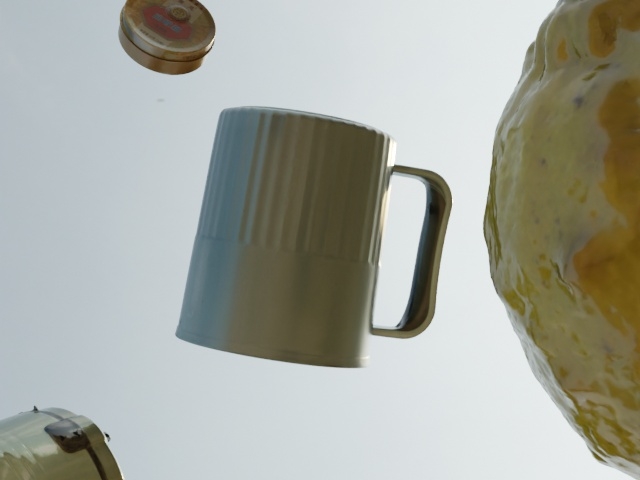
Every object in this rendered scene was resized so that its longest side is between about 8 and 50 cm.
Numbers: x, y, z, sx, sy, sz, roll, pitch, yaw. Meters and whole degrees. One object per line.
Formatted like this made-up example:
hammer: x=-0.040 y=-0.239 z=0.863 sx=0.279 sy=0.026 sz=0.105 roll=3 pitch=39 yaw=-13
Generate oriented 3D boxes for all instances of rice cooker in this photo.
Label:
rice cooker: x=-0.334 y=0.307 z=1.181 sx=0.244 sy=0.226 sz=0.226 roll=-16 pitch=-74 yaw=-55

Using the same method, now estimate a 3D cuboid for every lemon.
lemon: x=0.238 y=0.003 z=0.645 sx=0.285 sy=0.285 sz=0.316 roll=-26 pitch=-49 yaw=-30

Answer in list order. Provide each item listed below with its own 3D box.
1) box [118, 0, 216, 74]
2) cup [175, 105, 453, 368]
box: x=-0.167 y=-0.229 z=1.170 sx=0.105 sy=0.037 sz=0.105 roll=13 pitch=-130 yaw=-16
cup: x=-0.007 y=-0.001 z=1.417 sx=0.257 sy=0.331 sz=0.311 roll=11 pitch=-92 yaw=-79
